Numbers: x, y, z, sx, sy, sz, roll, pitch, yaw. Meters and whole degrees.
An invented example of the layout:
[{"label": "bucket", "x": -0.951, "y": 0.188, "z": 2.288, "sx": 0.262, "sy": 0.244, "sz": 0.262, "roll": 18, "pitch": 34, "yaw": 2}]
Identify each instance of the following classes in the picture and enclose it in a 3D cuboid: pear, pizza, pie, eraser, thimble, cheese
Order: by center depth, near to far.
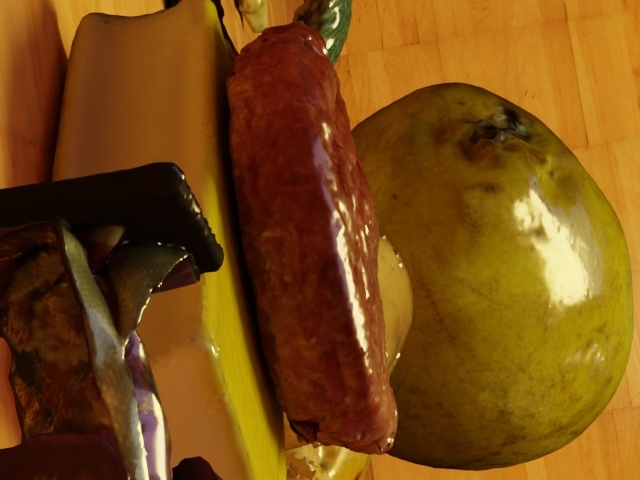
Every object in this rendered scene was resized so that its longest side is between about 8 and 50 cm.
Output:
[{"label": "eraser", "x": -0.057, "y": 0.028, "z": 0.580, "sx": 0.226, "sy": 0.069, "sz": 0.158, "roll": -94, "pitch": 175, "yaw": -51}, {"label": "pie", "x": 0.000, "y": 0.000, "z": 0.611, "sx": 0.182, "sy": 0.050, "sz": 0.182, "roll": -11, "pitch": 90, "yaw": -86}, {"label": "thimble", "x": -0.040, "y": -0.158, "z": 0.975, "sx": 0.090, "sy": 0.118, "sz": 0.135, "roll": -41, "pitch": 138, "yaw": -81}, {"label": "pizza", "x": 0.006, "y": 0.166, "z": 1.232, "sx": 0.204, "sy": 0.081, "sz": 0.188, "roll": 66, "pitch": 15, "yaw": -72}, {"label": "pear", "x": 0.125, "y": 0.049, "z": 1.419, "sx": 0.413, "sy": 0.352, "sz": 0.352, "roll": 84, "pitch": 0, "yaw": -48}, {"label": "cheese", "x": -0.066, "y": -0.233, "z": 1.457, "sx": 0.083, "sy": 0.030, "sz": 0.044, "roll": 97, "pitch": -21, "yaw": -81}]

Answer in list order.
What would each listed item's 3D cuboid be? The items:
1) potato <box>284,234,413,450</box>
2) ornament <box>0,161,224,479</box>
[{"label": "potato", "x": -0.014, "y": 0.048, "z": 0.811, "sx": 0.176, "sy": 0.137, "sz": 0.137, "roll": -87, "pitch": 168, "yaw": -66}, {"label": "ornament", "x": -0.055, "y": 0.084, "z": 0.335, "sx": 0.081, "sy": 0.088, "sz": 0.203, "roll": 71, "pitch": 12, "yaw": -66}]
